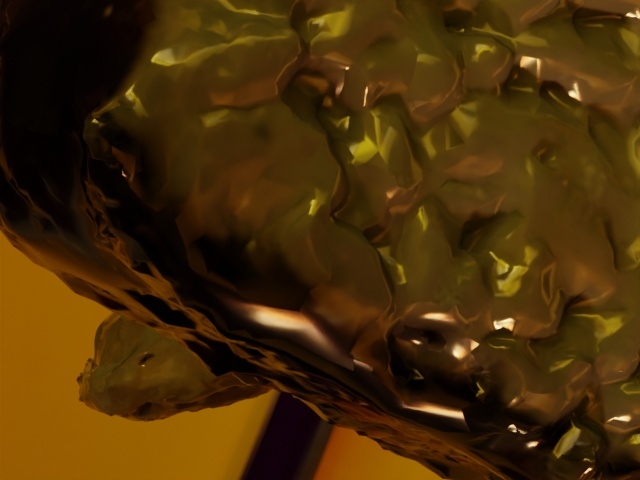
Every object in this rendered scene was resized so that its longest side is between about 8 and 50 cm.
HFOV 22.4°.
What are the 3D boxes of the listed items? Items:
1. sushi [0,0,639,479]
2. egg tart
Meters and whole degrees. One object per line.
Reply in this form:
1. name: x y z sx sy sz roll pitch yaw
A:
1. sushi: 0.073 -0.018 0.480 0.343 0.182 0.196 27 -94 -23
2. egg tart: 0.000 0.000 0.966 0.345 0.345 0.132 -20 -87 -50
